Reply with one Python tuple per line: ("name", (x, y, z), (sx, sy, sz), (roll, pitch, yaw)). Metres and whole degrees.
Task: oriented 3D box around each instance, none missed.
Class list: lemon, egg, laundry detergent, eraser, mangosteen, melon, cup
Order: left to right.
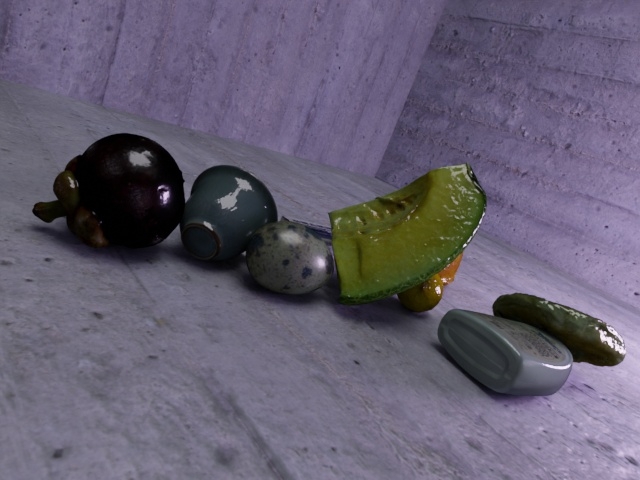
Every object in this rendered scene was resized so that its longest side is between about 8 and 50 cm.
("mangosteen", (-0.365, -0.077, 0.804), (0.250, 0.211, 0.211), (-15, 31, -21))
("cup", (-0.202, -0.031, 0.909), (0.199, 0.198, 0.150), (22, 34, 4))
("egg", (-0.056, 0.036, 0.889), (0.182, 0.141, 0.141), (19, 15, -24))
("eraser", (0.000, 0.000, 1.216), (0.210, 0.067, 0.124), (12, 16, -32))
("melon", (0.185, -0.025, 0.999), (0.344, 0.225, 0.331), (-13, 14, 8))
("lemon", (0.231, 0.111, 1.067), (0.109, 0.108, 0.133), (24, 7, 9))
("laundry detergent", (0.391, 0.217, 0.921), (0.281, 0.105, 0.215), (9, 18, -37))

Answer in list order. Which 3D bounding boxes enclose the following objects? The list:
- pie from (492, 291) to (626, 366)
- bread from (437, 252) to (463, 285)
("pie", (0.515, 0.200, 1.014), (0.277, 0.078, 0.277), (22, -14, 6))
("bread", (0.283, 0.035, 1.329), (0.269, 0.145, 0.268), (18, 19, -7))
